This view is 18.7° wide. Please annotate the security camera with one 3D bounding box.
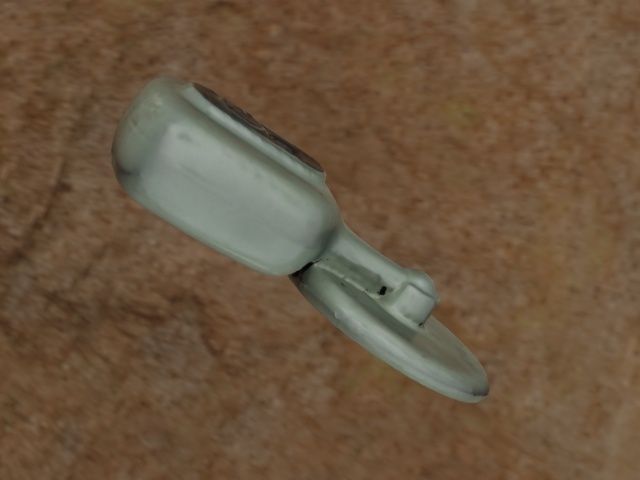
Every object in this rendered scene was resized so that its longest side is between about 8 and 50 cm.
[{"bbox_3d":[0.000,0.000,1.256,0.301,0.157,0.080,35,98,-16],"label":"security camera"}]
